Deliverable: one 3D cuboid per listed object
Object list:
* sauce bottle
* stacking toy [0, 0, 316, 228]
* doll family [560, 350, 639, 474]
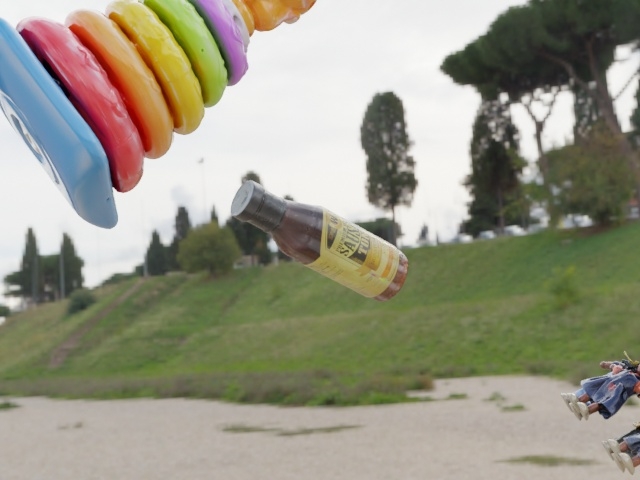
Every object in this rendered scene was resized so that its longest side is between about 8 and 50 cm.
[{"bbox_3d":[0.000,0.000,0.635,0.128,0.042,0.042,26,-22,-29],"label":"sauce bottle"},{"bbox_3d":[-0.123,-0.165,0.835,0.302,0.165,0.175,-35,-12,-17],"label":"stacking toy"},{"bbox_3d":[0.312,0.158,0.933,0.111,0.076,0.193,-32,31,1],"label":"doll family"}]
